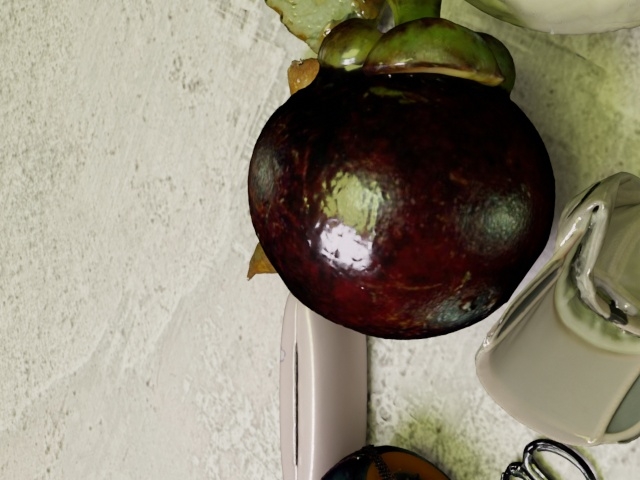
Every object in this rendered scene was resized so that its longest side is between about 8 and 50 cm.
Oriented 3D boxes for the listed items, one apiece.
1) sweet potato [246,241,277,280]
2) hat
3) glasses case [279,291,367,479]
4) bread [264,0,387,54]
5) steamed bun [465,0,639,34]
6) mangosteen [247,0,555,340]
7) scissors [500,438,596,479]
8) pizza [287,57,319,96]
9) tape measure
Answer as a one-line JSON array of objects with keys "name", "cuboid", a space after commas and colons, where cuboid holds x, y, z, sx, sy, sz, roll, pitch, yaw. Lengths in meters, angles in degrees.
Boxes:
[{"name": "sweet potato", "cuboid": [-0.002, -0.006, 1.207, 0.226, 0.068, 0.068, -17, 82, 28]}, {"name": "hat", "cuboid": [0.251, 0.066, 0.930, 0.226, 0.164, 0.219, -38, 111, 19]}, {"name": "glasses case", "cuboid": [0.005, 0.183, 1.179, 0.075, 0.113, 0.297, 1, 93, 35]}, {"name": "bread", "cuboid": [-0.006, -0.311, 1.180, 0.128, 0.088, 0.232, -47, 59, 19]}, {"name": "steamed bun", "cuboid": [0.263, -0.347, 0.879, 0.312, 0.233, 0.334, 32, 120, 29]}, {"name": "mangosteen", "cuboid": [0.084, -0.058, 0.977, 0.330, 0.330, 0.330, 3, 94, 37]}, {"name": "scissors", "cuboid": [0.303, 0.334, 1.018, 0.300, 0.022, 0.109, 48, 123, 24]}, {"name": "pizza", "cuboid": [0.030, -0.158, 1.178, 0.161, 0.062, 0.182, -49, 60, 36]}, {"name": "tape measure", "cuboid": [0.088, 0.326, 1.069, 0.223, 0.202, 0.135, 49, 119, 8]}]
